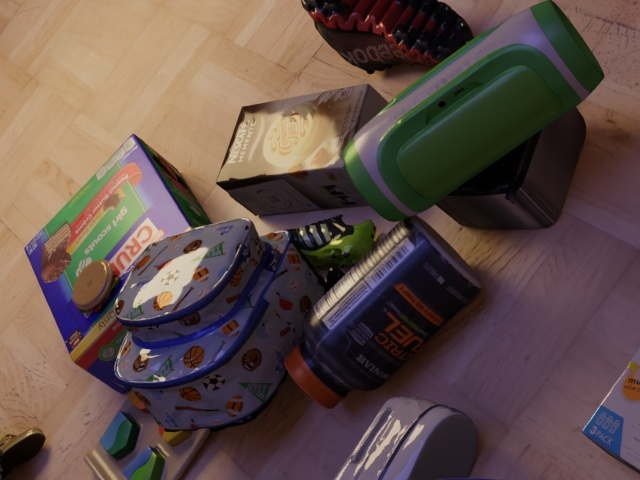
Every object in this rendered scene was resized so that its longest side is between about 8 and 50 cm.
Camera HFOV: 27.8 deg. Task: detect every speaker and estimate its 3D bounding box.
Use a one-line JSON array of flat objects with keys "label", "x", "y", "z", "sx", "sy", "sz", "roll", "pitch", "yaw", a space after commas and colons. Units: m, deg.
[{"label": "speaker", "x": 0.172, "y": -0.146, "z": 1.488, "sx": 0.296, "sy": 0.131, "sz": 0.131, "roll": -35, "pitch": 43, "yaw": 19}]

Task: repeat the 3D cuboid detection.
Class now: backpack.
[{"label": "backpack", "x": -0.141, "y": 0.113, "z": 1.680, "sx": 0.276, "sy": 0.213, "sz": 0.263, "roll": -18, "pitch": 40, "yaw": 34}]

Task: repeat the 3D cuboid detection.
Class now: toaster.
[{"label": "toaster", "x": 0.220, "y": -0.103, "z": 1.596, "sx": 0.168, "sy": 0.110, "sz": 0.186, "roll": 1, "pitch": 63, "yaw": 44}]

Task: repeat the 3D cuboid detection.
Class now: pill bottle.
[{"label": "pill bottle", "x": 0.068, "y": 0.094, "z": 1.579, "sx": 0.245, "sy": 0.130, "sz": 0.130, "roll": -45, "pitch": 40, "yaw": 9}]

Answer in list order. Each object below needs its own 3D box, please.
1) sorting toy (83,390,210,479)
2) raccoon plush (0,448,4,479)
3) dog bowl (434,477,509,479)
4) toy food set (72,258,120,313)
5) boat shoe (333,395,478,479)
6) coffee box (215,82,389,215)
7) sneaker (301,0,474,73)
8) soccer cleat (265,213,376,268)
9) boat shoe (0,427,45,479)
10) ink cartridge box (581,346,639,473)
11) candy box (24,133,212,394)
[{"label": "sorting toy", "x": -0.237, "y": 0.267, "z": 1.810, "sx": 0.208, "sy": 0.038, "sz": 0.193, "roll": -53, "pitch": 40, "yaw": -1}, {"label": "raccoon plush", "x": -0.671, "y": 0.384, "z": 1.922, "sx": 0.446, "sy": 0.299, "sz": 0.216, "roll": -38, "pitch": 76, "yaw": 46}, {"label": "dog bowl", "x": 0.176, "y": 0.321, "z": 1.206, "sx": 0.264, "sy": 0.265, "sz": 0.104, "roll": -15, "pitch": 50, "yaw": 36}, {"label": "toy food set", "x": -0.328, "y": 0.067, "z": 1.871, "sx": 0.083, "sy": 0.020, "sz": 0.082, "roll": -51, "pitch": 41, "yaw": 4}, {"label": "boat shoe", "x": 0.021, "y": 0.328, "z": 1.449, "sx": 0.156, "sy": 0.136, "sz": 0.367, "roll": 17, "pitch": 71, "yaw": 48}, {"label": "coffee box", "x": -0.016, "y": -0.125, "z": 1.844, "sx": 0.246, "sy": 0.098, "sz": 0.141, "roll": -6, "pitch": 58, "yaw": 41}, {"label": "sneaker", "x": 0.103, "y": -0.297, "z": 1.864, "sx": 0.276, "sy": 0.135, "sz": 0.098, "roll": 23, "pitch": 64, "yaw": 26}, {"label": "soccer cleat", "x": 0.000, "y": 0.000, "z": 1.776, "sx": 0.178, "sy": 0.060, "sz": 0.072, "roll": 3, "pitch": 54, "yaw": 37}, {"label": "boat shoe", "x": -0.478, "y": 0.322, "z": 1.988, "sx": 0.135, "sy": 0.050, "sz": 0.045, "roll": -37, "pitch": 48, "yaw": 18}, {"label": "ink cartridge box", "x": 0.363, "y": 0.154, "z": 1.309, "sx": 0.181, "sy": 0.061, "sz": 0.104, "roll": -55, "pitch": 40, "yaw": -4}, {"label": "candy box", "x": -0.294, "y": 0.029, "z": 1.975, "sx": 0.268, "sy": 0.122, "sz": 0.317, "roll": -46, "pitch": 42, "yaw": 7}]
